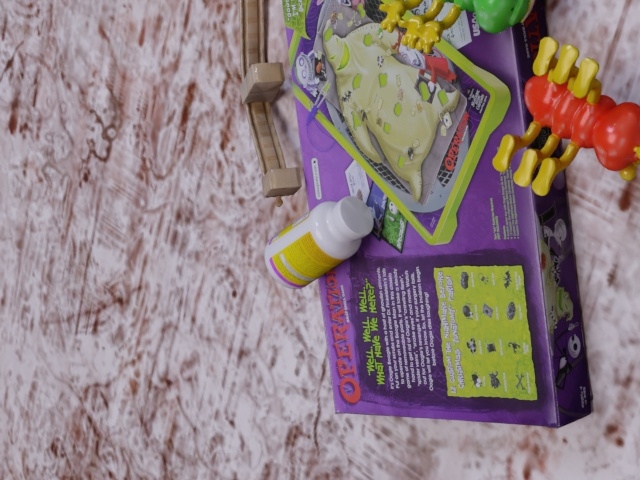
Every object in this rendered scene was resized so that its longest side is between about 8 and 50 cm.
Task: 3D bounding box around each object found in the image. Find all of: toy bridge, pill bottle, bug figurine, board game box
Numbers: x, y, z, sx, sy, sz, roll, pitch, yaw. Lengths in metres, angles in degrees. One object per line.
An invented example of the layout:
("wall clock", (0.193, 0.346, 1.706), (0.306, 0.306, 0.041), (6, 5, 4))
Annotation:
("toy bridge", (-0.044, -0.117, 1.158), (0.063, 0.026, 0.188), (139, 124, -73))
("pill bottle", (0.000, 0.000, 1.087), (0.083, 0.043, 0.043), (-34, 75, 43))
("bug figurine", (0.153, -0.178, 0.899), (0.216, 0.072, 0.279), (38, 121, 29))
("board game box", (0.074, -0.047, 1.067), (0.208, 0.056, 0.346), (-2, 98, 40))
